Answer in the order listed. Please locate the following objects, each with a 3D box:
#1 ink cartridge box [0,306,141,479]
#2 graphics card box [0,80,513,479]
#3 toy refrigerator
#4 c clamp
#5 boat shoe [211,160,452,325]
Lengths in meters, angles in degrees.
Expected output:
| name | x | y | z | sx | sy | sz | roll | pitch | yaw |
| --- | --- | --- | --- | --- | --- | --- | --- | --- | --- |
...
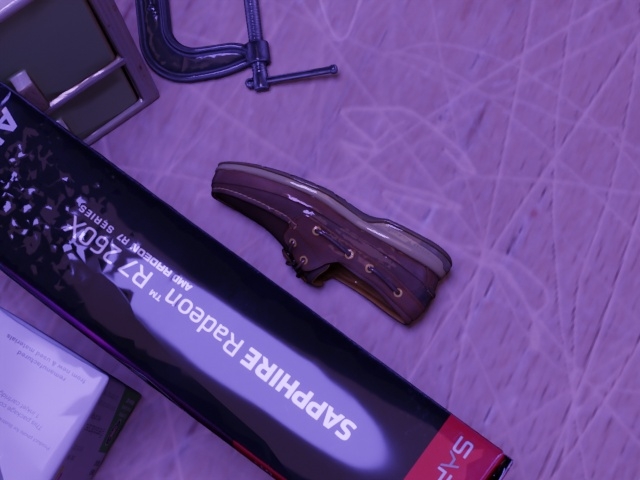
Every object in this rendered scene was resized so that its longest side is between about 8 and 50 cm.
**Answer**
| name | x | y | z | sx | sy | sz | roll | pitch | yaw |
| --- | --- | --- | --- | --- | --- | --- | --- | --- | --- |
| ink cartridge box | -0.214 | 0.162 | 0.925 | 0.093 | 0.154 | 0.212 | 31 | 81 | 6 |
| graphics card box | -0.064 | 0.064 | 0.900 | 0.371 | 0.233 | 0.094 | 37 | 83 | 8 |
| toy refrigerator | -0.183 | -0.133 | 0.925 | 0.102 | 0.269 | 0.094 | -35 | 80 | -6 |
| c clamp | -0.070 | -0.180 | 1.059 | 0.137 | 0.022 | 0.160 | -14 | 80 | 5 |
| boat shoe | 0.000 | 0.000 | 0.995 | 0.178 | 0.064 | 0.060 | 26 | 79 | 5 |
